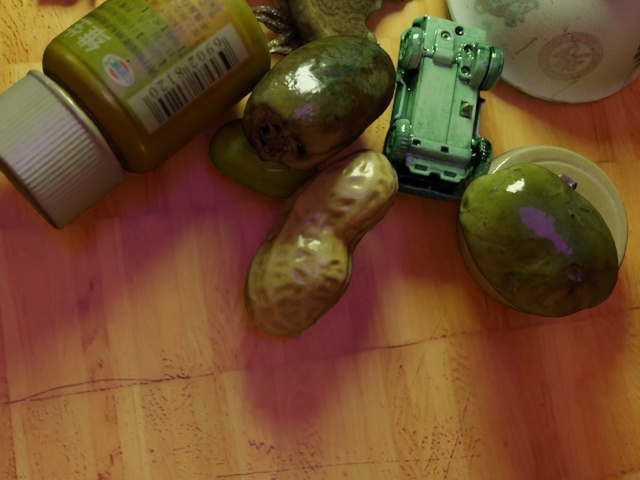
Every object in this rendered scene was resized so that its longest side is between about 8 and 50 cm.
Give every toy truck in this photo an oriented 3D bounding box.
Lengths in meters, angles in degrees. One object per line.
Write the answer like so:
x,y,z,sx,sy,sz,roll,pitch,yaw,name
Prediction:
0.179,-0.201,1.327,0.155,0.156,0.278,12,77,-8,toy truck

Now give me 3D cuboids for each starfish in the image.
-0.031,-0.338,1.369,0.238,0.057,0.213,-31,91,-34,starfish

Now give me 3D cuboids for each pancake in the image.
0.061,-0.418,1.364,0.288,0.033,0.286,-20,104,-34,pancake

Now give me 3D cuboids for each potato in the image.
0.309,-0.001,1.218,0.197,0.148,0.228,-16,81,-26,potato

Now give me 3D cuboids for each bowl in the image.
0.428,-0.454,1.388,0.435,0.196,0.434,3,80,-18,bowl

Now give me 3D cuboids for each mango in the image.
-0.080,-0.131,1.297,0.163,0.089,0.117,29,71,-4,mango

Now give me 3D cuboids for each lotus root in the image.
0.006,-0.209,1.238,0.160,0.152,0.275,41,43,6,lotus root

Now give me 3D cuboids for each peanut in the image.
0.000,0.000,1.247,0.147,0.147,0.305,29,84,-4,peanut

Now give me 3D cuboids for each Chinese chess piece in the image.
0.346,-0.018,1.352,0.273,0.102,0.273,2,79,-11,Chinese chess piece

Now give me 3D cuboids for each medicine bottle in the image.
-0.275,-0.206,1.205,0.384,0.224,0.224,-43,89,-15,medicine bottle
